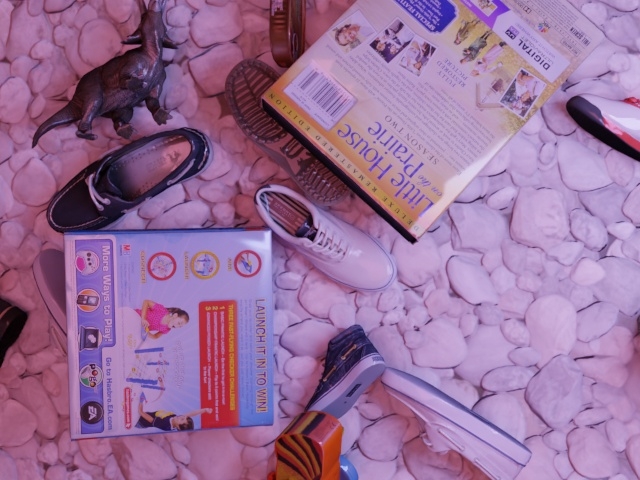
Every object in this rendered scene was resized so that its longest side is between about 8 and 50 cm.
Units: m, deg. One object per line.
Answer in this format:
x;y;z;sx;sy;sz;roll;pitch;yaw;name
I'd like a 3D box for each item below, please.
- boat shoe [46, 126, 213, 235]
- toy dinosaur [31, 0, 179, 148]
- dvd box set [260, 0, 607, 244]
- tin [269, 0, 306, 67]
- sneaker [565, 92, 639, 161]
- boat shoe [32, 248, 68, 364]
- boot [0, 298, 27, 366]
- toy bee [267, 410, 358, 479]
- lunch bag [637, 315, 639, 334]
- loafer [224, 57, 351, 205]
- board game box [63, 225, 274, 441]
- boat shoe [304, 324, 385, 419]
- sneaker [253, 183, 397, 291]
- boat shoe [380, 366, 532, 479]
-0.318;-0.097;1.272;0.303;0.091;0.114;-31;88;8;boat shoe
-0.321;-0.237;1.263;0.314;0.121;0.160;-39;43;19;toy dinosaur
0.165;-0.246;1.168;0.308;0.062;0.420;42;83;4;dvd box set
-0.049;-0.358;1.221;0.040;0.106;0.189;2;92;15;tin
0.504;-0.182;1.162;0.270;0.090;0.145;31;95;2;sneaker
-0.397;0.144;1.296;0.088;0.096;0.267;-29;96;26;boat shoe
-0.599;0.169;1.338;0.137;0.077;0.197;32;83;10;boot
-0.036;0.379;1.222;0.162;0.195;0.298;13;106;31;toy bee
0.595;0.105;1.086;0.287;0.235;0.168;-14;96;7;lunch bag
-0.049;-0.161;1.234;0.102;0.092;0.268;-37;84;4;loafer
-0.227;0.133;1.218;0.302;0.086;0.308;-1;95;-13;board game box
0.025;0.216;1.260;0.183;0.065;0.083;-48;50;24;boat shoe
0.000;0.000;1.233;0.258;0.091;0.094;31;96;6;sneaker
0.193;0.288;1.218;0.258;0.095;0.084;32;92;6;boat shoe
